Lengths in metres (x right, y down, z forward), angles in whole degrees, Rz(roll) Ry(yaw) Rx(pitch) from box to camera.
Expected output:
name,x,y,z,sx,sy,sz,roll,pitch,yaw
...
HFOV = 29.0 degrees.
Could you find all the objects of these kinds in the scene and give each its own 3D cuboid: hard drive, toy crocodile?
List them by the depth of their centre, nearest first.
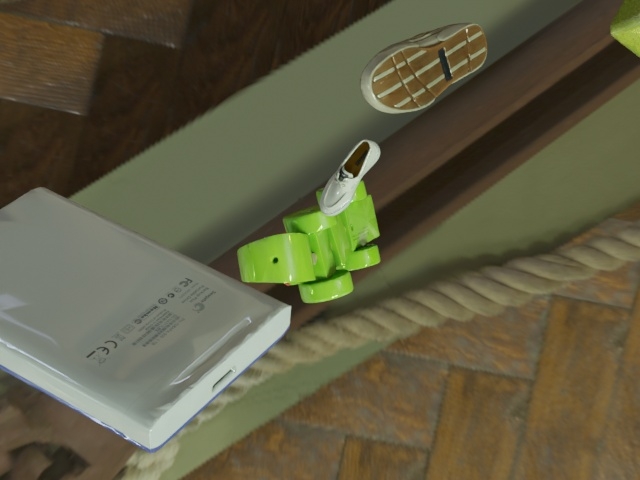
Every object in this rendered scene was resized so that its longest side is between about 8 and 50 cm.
name,x,y,z,sx,sy,sz,roll,pitch,yaw
hard drive,-0.219,0.063,1.180,0.319,0.210,0.040,24,130,24
toy crocodile,0.000,0.000,1.587,0.105,0.340,0.115,-10,101,21

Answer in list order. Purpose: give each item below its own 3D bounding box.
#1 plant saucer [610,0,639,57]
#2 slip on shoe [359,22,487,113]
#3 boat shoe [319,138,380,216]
name,x,y,z,sx,sy,sz,roll,pitch,yaw
plant saucer,0.403,-0.226,1.209,0.188,0.045,0.188,35,72,-9
slip on shoe,0.070,-0.131,0.925,0.135,0.041,0.051,-34,117,-39
boat shoe,0.030,-0.072,1.395,0.035,0.035,0.100,40,96,20
